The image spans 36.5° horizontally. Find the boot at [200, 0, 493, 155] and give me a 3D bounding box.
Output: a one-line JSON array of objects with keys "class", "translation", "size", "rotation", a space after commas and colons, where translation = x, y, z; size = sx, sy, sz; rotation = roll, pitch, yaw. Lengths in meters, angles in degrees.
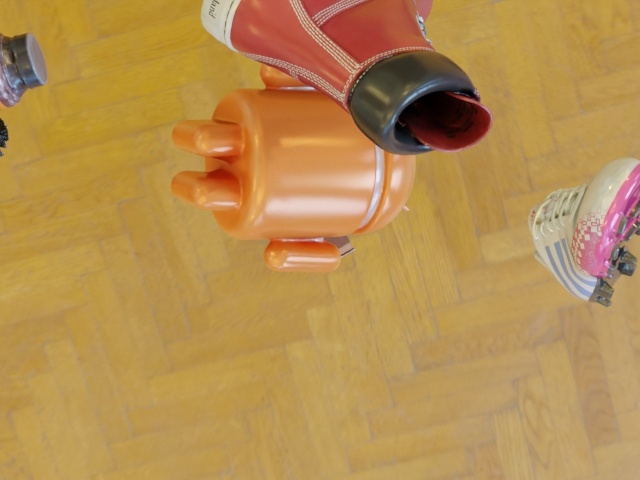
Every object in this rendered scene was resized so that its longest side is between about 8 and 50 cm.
[{"class": "boot", "translation": [0.056, -0.122, 0.652], "size": [0.176, 0.244, 0.088], "rotation": [37, 118, 17]}]

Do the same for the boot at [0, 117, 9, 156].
[{"class": "boot", "translation": [-0.497, -0.151, 1.384], "size": [0.121, 0.045, 0.099], "rotation": [52, 122, 21]}]

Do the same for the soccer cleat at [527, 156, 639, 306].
[{"class": "soccer cleat", "translation": [0.312, -0.016, 1.177], "size": [0.143, 0.331, 0.116], "rotation": [33, 77, 22]}]

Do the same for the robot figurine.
[{"class": "robot figurine", "translation": [-0.013, -0.062, 0.821], "size": [0.219, 0.128, 0.158], "rotation": [-3, 63, -27]}]

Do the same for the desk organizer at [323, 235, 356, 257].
[{"class": "desk organizer", "translation": [0.000, 0.000, 1.290], "size": [0.047, 0.130, 0.050], "rotation": [-29, 97, -11]}]

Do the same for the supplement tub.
[{"class": "supplement tub", "translation": [-0.460, -0.212, 1.258], "size": [0.197, 0.106, 0.106], "rotation": [-14, 101, 1]}]
